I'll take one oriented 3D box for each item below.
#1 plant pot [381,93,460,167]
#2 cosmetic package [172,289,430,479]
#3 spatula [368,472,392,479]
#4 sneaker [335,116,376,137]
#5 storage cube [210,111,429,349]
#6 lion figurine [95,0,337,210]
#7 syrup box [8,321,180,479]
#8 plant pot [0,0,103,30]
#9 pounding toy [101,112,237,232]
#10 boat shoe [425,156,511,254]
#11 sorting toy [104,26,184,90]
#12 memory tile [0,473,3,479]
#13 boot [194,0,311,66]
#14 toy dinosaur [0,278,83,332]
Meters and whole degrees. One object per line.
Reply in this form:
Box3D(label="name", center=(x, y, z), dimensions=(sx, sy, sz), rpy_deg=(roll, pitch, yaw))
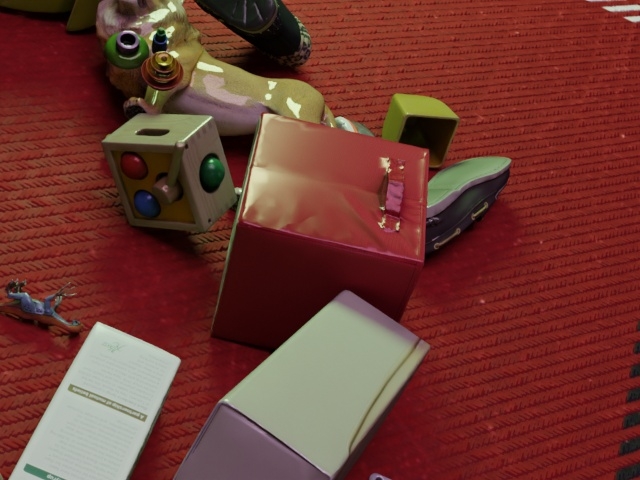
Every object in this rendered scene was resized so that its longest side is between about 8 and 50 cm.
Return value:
Box3D(label="plant pot", center=(0.126, -0.156, 1.546), dimensions=(0.081, 0.081, 0.083), rpy_deg=(2, 38, -22))
Box3D(label="cosmetic package", center=(-0.018, 0.174, 1.046), dimensions=(0.113, 0.160, 0.309), rpy_deg=(33, 24, 8))
Box3D(label="spatula", center=(0.146, 0.331, 1.142), dimensions=(0.242, 0.019, 0.168), rpy_deg=(24, 45, -2))
Box3D(label="sneaker", center=(0.071, -0.104, 1.487), dimensions=(0.065, 0.061, 0.158), rpy_deg=(-5, 52, -35))
Box3D(label="storage cube", center=(0.000, 0.000, 1.253), dimensions=(0.193, 0.215, 0.183), rpy_deg=(12, 46, -4))
Box3D(label="lion figurine", center=(-0.116, -0.176, 1.426), dimensions=(0.392, 0.142, 0.240), rpy_deg=(28, 46, -6))
Box3D(label="syrup box", center=(-0.218, 0.200, 1.051), dimensions=(0.096, 0.093, 0.237), rpy_deg=(24, 44, -2))
Box3D(label="plant pot", center=(-0.335, -0.423, 1.497), dimensions=(0.207, 0.227, 0.228), rpy_deg=(25, 43, -10))
Box3D(label="pounding toy", center=(-0.164, -0.076, 1.266), dimensions=(0.141, 0.130, 0.100), rpy_deg=(6, 36, 31))
Box3D(label="boat shoe", center=(0.176, -0.049, 1.477), dimensions=(0.081, 0.068, 0.228), rpy_deg=(5, 24, 40))
Box3D(label="sorting toy", center=(-0.198, -0.217, 1.315), dimensions=(0.102, 0.042, 0.061), rpy_deg=(34, 61, 7))
Box3D(label="memory tile", center=(-0.333, 0.231, 0.981), dimensions=(0.012, 0.113, 0.148), rpy_deg=(-12, 35, 28))
Box3D(label="boot", center=(-0.121, -0.331, 1.551), dimensions=(0.236, 0.085, 0.178), rpy_deg=(43, 5, 23))
Box3D(label="toy dinosaur", center=(-0.290, 0.076, 1.191), dimensions=(0.090, 0.047, 0.082), rpy_deg=(-41, 80, -9))
